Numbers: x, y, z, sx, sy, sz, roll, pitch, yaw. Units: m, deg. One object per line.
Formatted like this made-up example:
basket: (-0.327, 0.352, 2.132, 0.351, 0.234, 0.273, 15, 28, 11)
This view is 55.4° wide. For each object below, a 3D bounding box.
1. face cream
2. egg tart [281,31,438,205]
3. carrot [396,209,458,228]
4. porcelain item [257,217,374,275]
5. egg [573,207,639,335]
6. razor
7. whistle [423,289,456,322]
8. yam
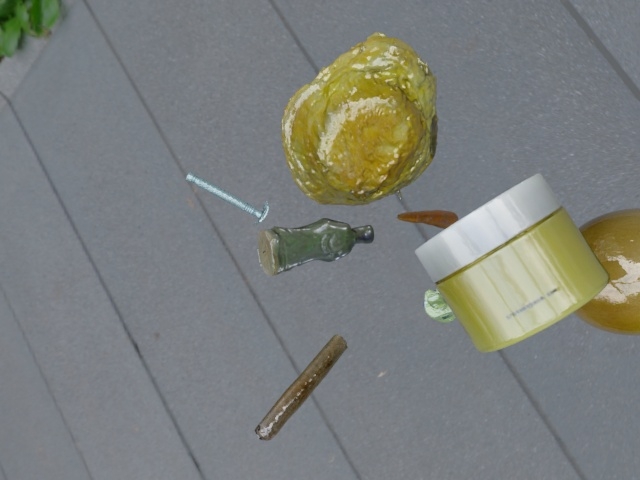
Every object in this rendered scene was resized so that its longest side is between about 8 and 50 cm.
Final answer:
face cream: (0.278, 0.035, 0.898, 0.218, 0.218, 0.179, -36, 81, 30)
egg tart: (0.094, -0.201, 1.226, 0.351, 0.153, 0.339, -28, 123, 10)
carrot: (0.266, -0.055, 1.511, 0.048, 0.216, 0.048, -5, 83, 52)
porcelain item: (0.000, 0.000, 1.057, 0.069, 0.215, 0.081, 7, 107, 63)
egg: (0.633, 0.059, 1.201, 0.322, 0.250, 0.250, -13, 90, 23)
razor: (-0.249, -0.119, 1.629, 0.232, 0.106, 0.068, 29, 81, -9)
whistle: (0.335, 0.177, 1.697, 0.105, 0.227, 0.085, -23, 66, 16)
yam: (-0.037, 0.299, 1.238, 0.046, 0.264, 0.046, 34, 154, 19)
